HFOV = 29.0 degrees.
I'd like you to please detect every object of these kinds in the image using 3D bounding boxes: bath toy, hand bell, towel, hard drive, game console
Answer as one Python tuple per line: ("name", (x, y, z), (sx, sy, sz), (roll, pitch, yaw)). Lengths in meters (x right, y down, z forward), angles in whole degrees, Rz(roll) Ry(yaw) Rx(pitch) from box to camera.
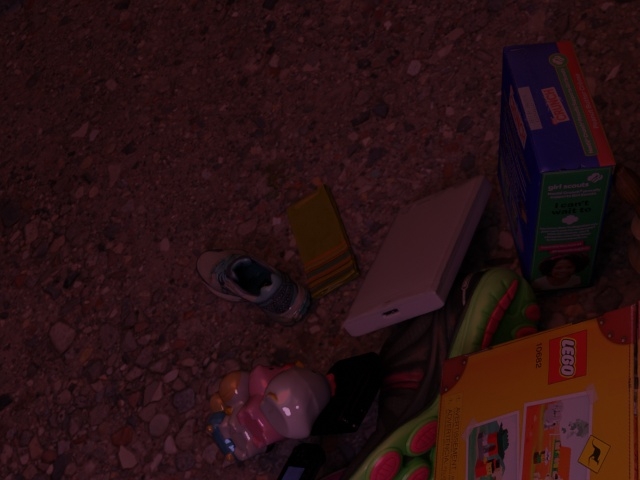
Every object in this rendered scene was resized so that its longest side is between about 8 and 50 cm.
("bath toy", (-0.083, 0.270, 2.060), (0.129, 0.151, 0.348), (-30, -1, -29))
("hand bell", (0.497, -0.049, 1.900), (0.126, 0.242, 0.126), (-17, 52, 24))
("towel", (0.000, 0.000, 2.352), (0.102, 0.021, 0.237), (-30, 48, 13))
("hard drive", (0.169, 0.024, 2.106), (0.203, 0.040, 0.307), (-23, 27, 39))
("game console", (-0.015, 0.343, 1.969), (0.361, 0.044, 0.213), (-61, 10, -18))

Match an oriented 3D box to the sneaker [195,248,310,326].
("sneaker", (-0.144, 0.059, 2.339), (0.283, 0.122, 0.110), (20, 73, 41))

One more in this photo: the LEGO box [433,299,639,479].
("LEGO box", (0.340, 0.377, 1.670), (0.372, 0.193, 0.500), (-23, 50, 46))

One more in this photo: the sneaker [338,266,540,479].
("sneaker", (0.175, 0.255, 1.992), (0.483, 0.185, 0.202), (-55, 28, -12))

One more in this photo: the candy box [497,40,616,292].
("candy box", (0.365, -0.114, 1.972), (0.122, 0.317, 0.268), (-8, 53, 1))

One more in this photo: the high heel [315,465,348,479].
("high heel", (-0.024, 0.477, 2.036), (0.244, 0.082, 0.117), (-35, 82, -10))
